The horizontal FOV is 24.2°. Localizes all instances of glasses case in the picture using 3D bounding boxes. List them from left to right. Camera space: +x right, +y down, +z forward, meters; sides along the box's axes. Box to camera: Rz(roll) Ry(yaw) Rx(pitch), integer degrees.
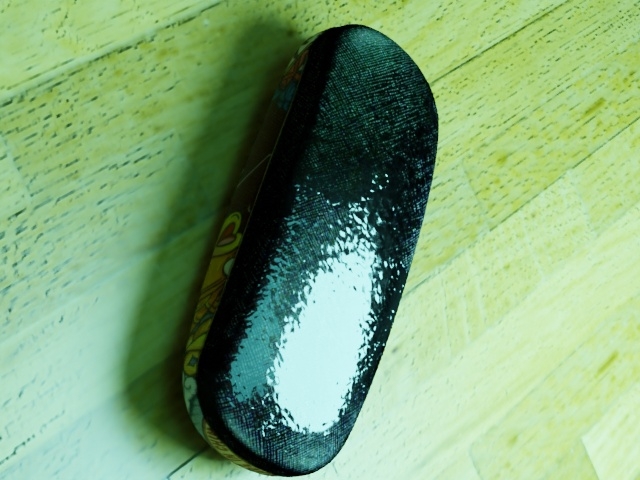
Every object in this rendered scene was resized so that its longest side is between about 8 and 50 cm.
[{"bbox_3d":[0.000,0.000,0.984,0.122,0.082,0.321,36,58,-31],"label":"glasses case"}]
